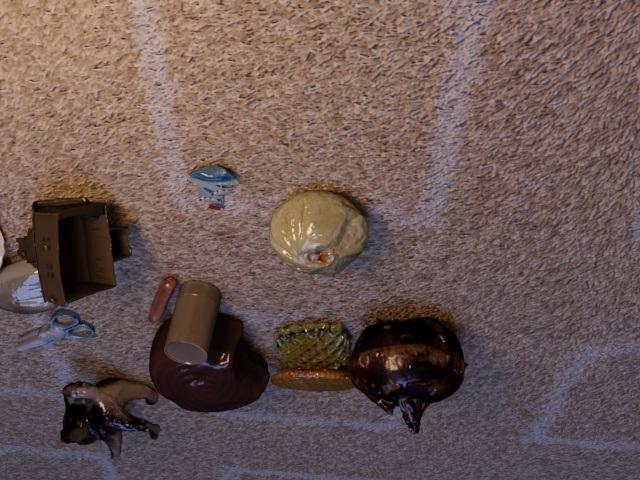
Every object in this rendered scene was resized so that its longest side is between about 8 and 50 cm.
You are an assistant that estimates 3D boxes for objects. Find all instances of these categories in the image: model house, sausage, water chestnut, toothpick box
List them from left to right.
[{"bbox_3d":[-0.565,0.013,1.660,0.243,0.204,0.211,4,102,37],"label":"model house"},{"bbox_3d":[-0.400,0.150,1.903,0.043,0.043,0.186,18,138,-15],"label":"sausage"},{"bbox_3d":[-0.313,0.200,1.848,0.111,0.181,0.111,4,140,4],"label":"toothpick box"},{"bbox_3d":[0.219,0.337,1.884,0.300,0.300,0.300,3,141,3],"label":"water chestnut"}]

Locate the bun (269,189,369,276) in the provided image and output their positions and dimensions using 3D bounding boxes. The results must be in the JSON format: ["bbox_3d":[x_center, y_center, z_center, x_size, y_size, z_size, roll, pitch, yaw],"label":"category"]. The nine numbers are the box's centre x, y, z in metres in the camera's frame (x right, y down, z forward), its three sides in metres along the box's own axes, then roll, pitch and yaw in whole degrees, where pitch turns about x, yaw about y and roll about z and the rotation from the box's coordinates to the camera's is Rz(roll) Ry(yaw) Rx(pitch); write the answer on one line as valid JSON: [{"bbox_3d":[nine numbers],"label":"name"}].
[{"bbox_3d":[0.000,0.000,1.605,0.220,0.134,0.220,2,137,2],"label":"bun"}]

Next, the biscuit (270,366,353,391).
[{"bbox_3d":[-0.014,0.390,2.109,0.254,0.035,0.254,1,160,0],"label":"biscuit"}]

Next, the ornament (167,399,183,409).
[{"bbox_3d":[-0.391,0.466,2.261,0.156,0.075,0.081,-14,155,23],"label":"ornament"}]

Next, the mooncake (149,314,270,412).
[{"bbox_3d":[-0.296,0.343,2.029,0.333,0.174,0.326,14,138,-9],"label":"mooncake"}]

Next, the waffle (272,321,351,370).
[{"bbox_3d":[-0.022,0.286,2.016,0.214,0.054,0.208,-3,142,9],"label":"waffle"}]

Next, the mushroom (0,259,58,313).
[{"bbox_3d":[-0.793,0.106,1.858,0.328,0.122,0.159,-2,104,7],"label":"mushroom"}]

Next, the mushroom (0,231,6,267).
[{"bbox_3d":[-0.844,0.029,1.713,0.173,0.236,0.162,15,172,14],"label":"mushroom"}]

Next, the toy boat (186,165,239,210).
[{"bbox_3d":[-0.234,-0.115,1.584,0.105,0.034,0.149,17,152,-18],"label":"toy boat"}]

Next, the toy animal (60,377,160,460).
[{"bbox_3d":[-0.684,0.528,2.287,0.302,0.194,0.344,26,134,-31],"label":"toy animal"}]

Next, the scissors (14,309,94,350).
[{"bbox_3d":[-0.751,0.259,2.084,0.256,0.030,0.125,-20,135,24],"label":"scissors"}]
